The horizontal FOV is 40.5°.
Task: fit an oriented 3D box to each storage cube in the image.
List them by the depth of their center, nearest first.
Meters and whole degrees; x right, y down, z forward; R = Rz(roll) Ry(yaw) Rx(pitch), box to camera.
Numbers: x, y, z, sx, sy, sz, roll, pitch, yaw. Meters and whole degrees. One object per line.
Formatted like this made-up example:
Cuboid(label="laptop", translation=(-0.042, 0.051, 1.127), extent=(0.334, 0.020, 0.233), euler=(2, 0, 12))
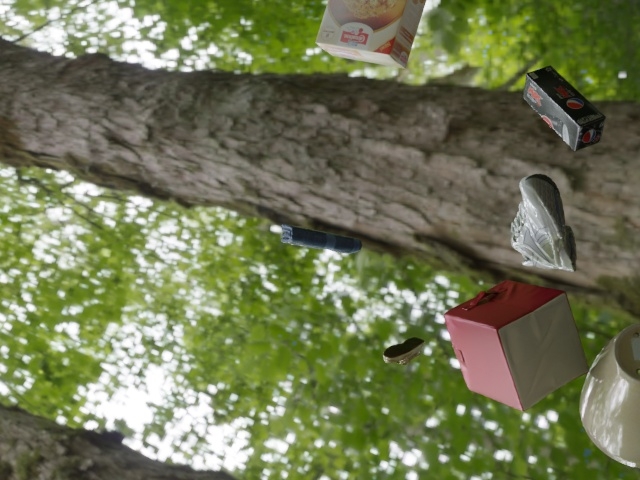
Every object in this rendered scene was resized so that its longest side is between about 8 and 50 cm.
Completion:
Cuboid(label="storage cube", translation=(0.400, 0.209, 1.782), extent=(0.184, 0.193, 0.215), euler=(-25, -76, -21))

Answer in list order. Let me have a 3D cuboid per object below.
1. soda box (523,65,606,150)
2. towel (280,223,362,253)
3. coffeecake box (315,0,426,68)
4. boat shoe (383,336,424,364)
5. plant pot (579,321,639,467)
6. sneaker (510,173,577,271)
Cuboid(label="soda box", translation=(0.422, -0.232, 1.510), extent=(0.053, 0.169, 0.060), euler=(-19, -42, -12))
Cuboid(label="towel", translation=(0.000, 0.000, 1.345), extent=(0.119, 0.067, 0.029), euler=(11, -89, -19))
Cuboid(label="coffeecake box", translation=(0.091, -0.384, 1.394), extent=(0.068, 0.142, 0.185), euler=(18, -91, -60))
Cuboid(label="boat shoe", translation=(0.189, 0.258, 1.955), extent=(0.135, 0.050, 0.045), euler=(-14, -66, -46))
Cuboid(label="plant pot", translation=(0.635, 0.274, 1.687), extent=(0.256, 0.256, 0.274), euler=(-56, -31, -21))
Cuboid(label="sneaker", translation=(0.454, -0.023, 1.817), extent=(0.297, 0.129, 0.111), euler=(59, -147, -44))
